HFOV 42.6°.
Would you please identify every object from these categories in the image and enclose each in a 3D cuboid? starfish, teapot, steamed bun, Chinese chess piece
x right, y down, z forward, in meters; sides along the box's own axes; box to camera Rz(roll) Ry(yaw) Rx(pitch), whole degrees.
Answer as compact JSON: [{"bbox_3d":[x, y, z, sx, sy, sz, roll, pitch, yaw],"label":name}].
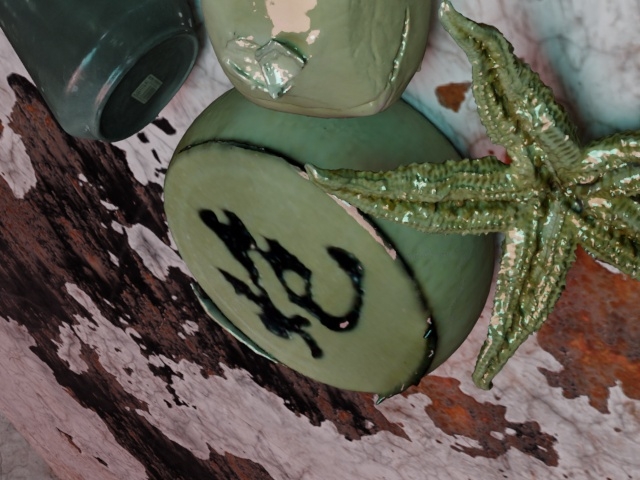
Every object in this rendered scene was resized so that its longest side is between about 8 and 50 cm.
[{"bbox_3d":[0.188,-0.042,0.621,0.347,0.078,0.358,-15,123,20],"label":"starfish"},{"bbox_3d":[-0.244,-0.220,0.819,0.225,0.171,0.203,43,177,6],"label":"teapot"},{"bbox_3d":[-0.014,-0.198,0.604,0.170,0.152,0.239,14,133,28],"label":"steamed bun"},{"bbox_3d":[0.000,0.000,0.829,0.349,0.146,0.349,26,142,22],"label":"Chinese chess piece"}]
